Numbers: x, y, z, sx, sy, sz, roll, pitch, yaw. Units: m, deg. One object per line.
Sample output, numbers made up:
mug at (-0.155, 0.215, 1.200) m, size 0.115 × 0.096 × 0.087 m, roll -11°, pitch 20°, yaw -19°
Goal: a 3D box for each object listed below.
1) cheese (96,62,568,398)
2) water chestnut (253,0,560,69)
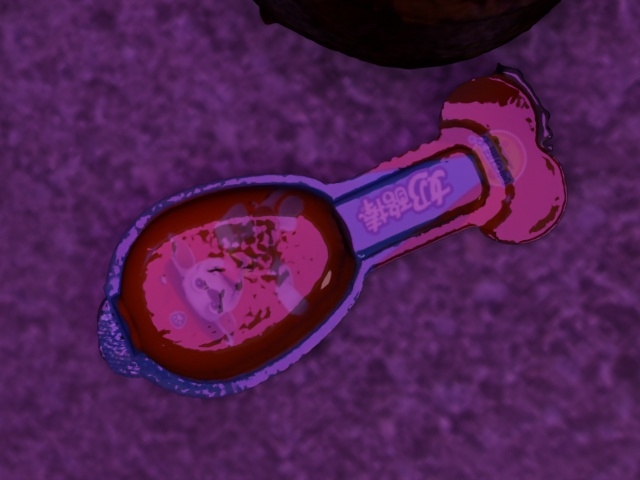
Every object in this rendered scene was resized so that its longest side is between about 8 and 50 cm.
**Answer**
cheese at (0.000, 0.000, 0.692) m, size 0.256 × 0.037 × 0.106 m, roll -25°, pitch 88°, yaw 9°
water chestnut at (0.034, -0.193, 0.594) m, size 0.224 × 0.238 × 0.223 m, roll 0°, pitch 84°, yaw 0°
